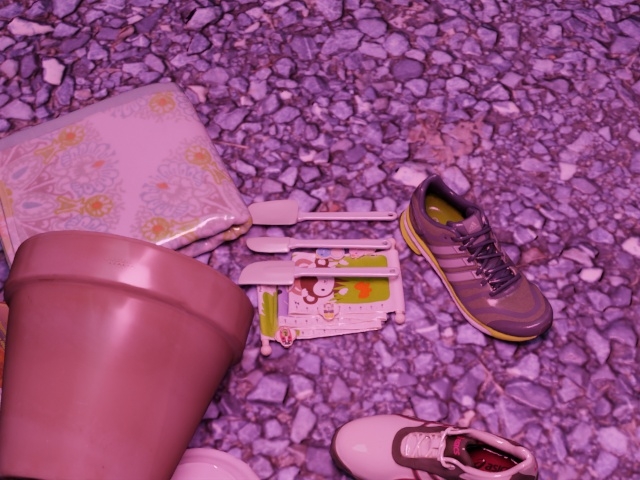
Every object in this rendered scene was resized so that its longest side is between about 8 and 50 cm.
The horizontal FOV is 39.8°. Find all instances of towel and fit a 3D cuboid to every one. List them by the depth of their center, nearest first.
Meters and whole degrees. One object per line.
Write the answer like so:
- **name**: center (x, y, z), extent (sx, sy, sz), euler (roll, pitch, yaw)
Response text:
- **towel**: center (-0.337, -0.074, 1.409), extent (0.374, 0.090, 0.321), euler (-23, 62, -11)

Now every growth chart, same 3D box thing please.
- **growth chart**: center (0.014, 0.076, 1.333), extent (0.237, 0.021, 0.172), euler (-11, 57, -5)

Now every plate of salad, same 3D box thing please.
- **plate of salad**: center (-0.164, 0.360, 1.140), extent (0.199, 0.048, 0.200), euler (0, 46, 0)

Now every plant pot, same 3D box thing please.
- **plant pot**: center (-0.266, 0.182, 1.111), extent (0.323, 0.323, 0.280), euler (7, 63, 7)

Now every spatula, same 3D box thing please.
- **spatula**: center (0.000, 0.000, 1.365), extent (0.242, 0.019, 0.168), euler (-1, 46, 5)

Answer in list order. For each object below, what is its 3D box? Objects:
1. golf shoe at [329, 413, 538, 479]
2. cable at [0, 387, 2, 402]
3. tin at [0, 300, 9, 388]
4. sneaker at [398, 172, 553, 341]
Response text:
- **golf shoe**: center (0.146, 0.269, 1.148), extent (0.272, 0.120, 0.105), euler (7, 60, 9)
- **cable**: center (-0.496, 0.304, 1.156), extent (0.257, 0.089, 0.257), euler (3, 66, 5)
- **tin**: center (-0.458, 0.170, 1.289), extent (0.106, 0.040, 0.190), euler (-35, 63, -13)
- **sneaker**: center (0.223, 0.024, 1.294), extent (0.111, 0.121, 0.300), euler (-35, 62, -17)
